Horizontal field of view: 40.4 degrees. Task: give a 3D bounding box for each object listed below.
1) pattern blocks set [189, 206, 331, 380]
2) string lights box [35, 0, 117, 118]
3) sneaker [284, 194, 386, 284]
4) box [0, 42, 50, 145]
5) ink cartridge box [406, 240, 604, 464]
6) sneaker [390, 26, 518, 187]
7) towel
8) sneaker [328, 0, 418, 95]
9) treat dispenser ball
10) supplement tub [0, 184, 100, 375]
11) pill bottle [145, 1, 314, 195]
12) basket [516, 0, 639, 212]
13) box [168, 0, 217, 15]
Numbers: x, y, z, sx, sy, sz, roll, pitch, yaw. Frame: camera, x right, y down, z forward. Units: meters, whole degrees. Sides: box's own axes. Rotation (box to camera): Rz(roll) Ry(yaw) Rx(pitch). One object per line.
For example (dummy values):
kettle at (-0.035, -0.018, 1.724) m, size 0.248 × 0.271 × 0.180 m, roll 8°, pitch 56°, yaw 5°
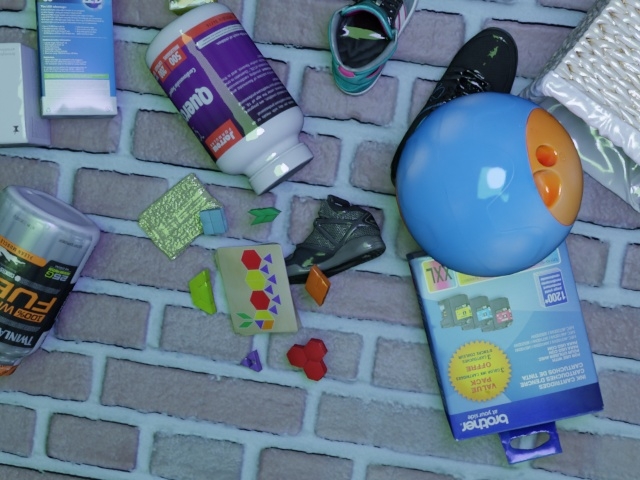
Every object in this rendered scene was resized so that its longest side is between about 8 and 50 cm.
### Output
pattern blocks set at (-0.112, 0.092, 1.587) m, size 0.286 × 0.026 × 0.324 m, roll 5°, pitch 110°, yaw 23°
string lights box at (-0.447, -0.355, 1.588) m, size 0.133 × 0.077 × 0.259 m, roll -3°, pitch 93°, yaw -19°
sneaker at (0.000, 0.000, 1.597) m, size 0.228 × 0.087 × 0.130 m, roll -24°, pitch 68°, yaw 22°
box at (-0.609, -0.262, 1.605) m, size 0.181 × 0.119 × 0.181 m, roll -2°, pitch 93°, yaw 4°
ink cartridge box at (0.331, 0.186, 1.548) m, size 0.270 × 0.151 × 0.395 m, roll -14°, pitch 94°, yaw 5°
sneaker at (0.244, -0.225, 1.533) m, size 0.125 × 0.139 × 0.340 m, roll 31°, pitch 93°, yaw 5°
towel at (-0.262, -0.047, 1.638) m, size 0.148 × 0.027 × 0.110 m, roll -42°, pitch 89°, yaw 6°
sneaker at (0.096, -0.402, 1.514) m, size 0.124 × 0.178 × 0.295 m, roll 21°, pitch 94°, yaw 3°
treat dispenser ball at (0.261, -0.087, 1.357) m, size 0.288 × 0.288 × 0.288 m, roll 0°, pitch 93°, yaw 4°
supplement tub at (-0.554, 0.075, 1.583) m, size 0.194 × 0.193 × 0.316 m, roll 29°, pitch 95°, yaw 2°
pill bottle at (-0.153, -0.244, 1.540) m, size 0.181 × 0.181 × 0.323 m, roll -35°, pitch 90°, yaw 5°
basket at (0.530, -0.231, 1.419) m, size 0.331 × 0.328 × 0.266 m, roll 38°, pitch 93°, yaw 2°
box at (-0.246, -0.538, 1.593) m, size 0.087 × 0.058 × 0.232 m, roll -8°, pitch 92°, yaw 5°
